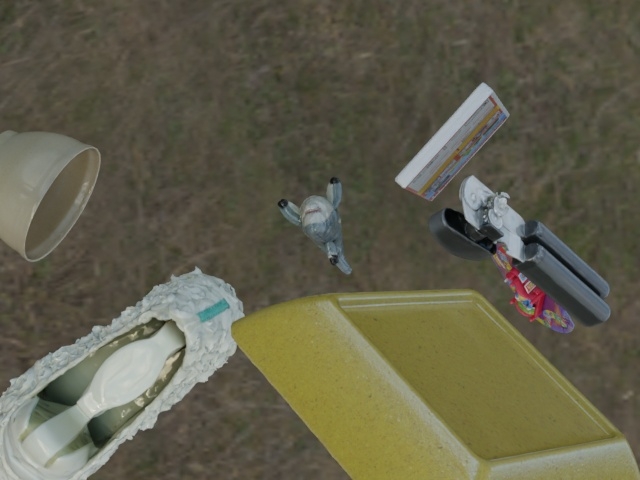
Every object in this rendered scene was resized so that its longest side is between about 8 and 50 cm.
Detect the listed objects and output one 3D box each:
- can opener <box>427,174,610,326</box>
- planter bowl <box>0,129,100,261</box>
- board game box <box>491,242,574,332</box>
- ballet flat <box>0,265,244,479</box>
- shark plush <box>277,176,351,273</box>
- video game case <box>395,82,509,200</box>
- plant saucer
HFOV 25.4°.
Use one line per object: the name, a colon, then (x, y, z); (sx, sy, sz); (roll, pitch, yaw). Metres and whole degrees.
can opener: (0.251, 0.017, 1.742); (0.280, 0.093, 0.074); (34, 45, -28)
planter bowl: (-0.362, -0.070, 1.752); (0.109, 0.162, 0.162); (29, 57, 9)
board game box: (0.298, 0.080, 2.079); (0.033, 0.133, 0.168); (-39, 112, -16)
ballet flat: (-0.257, 0.174, 1.566); (0.147, 0.409, 0.147); (40, 23, -22)
shark plush: (0.000, 0.000, 1.587); (0.161, 0.073, 0.067); (83, -12, -58)
video game case: (0.219, -0.154, 2.305); (0.204, 0.025, 0.285); (-48, 168, 7)
plant saucer: (0.132, 0.150, 1.341); (0.333, 0.333, 0.081); (-1, 128, -46)
